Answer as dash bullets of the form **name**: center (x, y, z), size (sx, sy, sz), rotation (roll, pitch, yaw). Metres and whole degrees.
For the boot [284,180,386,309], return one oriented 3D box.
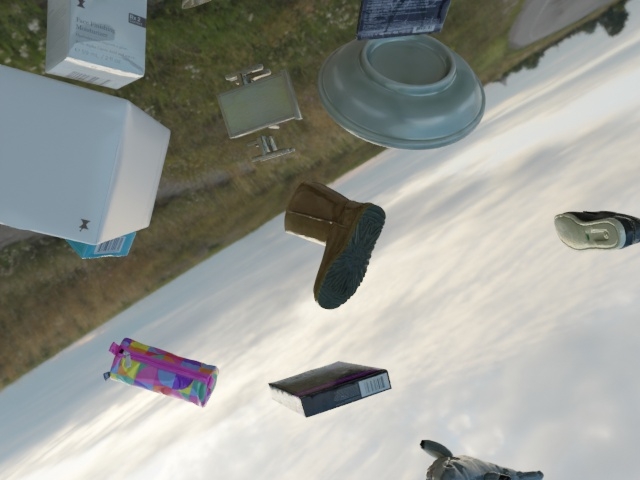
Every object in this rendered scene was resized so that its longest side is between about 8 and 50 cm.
- **boot**: center (0.000, 0.000, 1.053), size (0.270, 0.089, 0.236), rotation (24, -99, 54)

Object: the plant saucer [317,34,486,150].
- **plant saucer**: center (0.193, -0.380, 1.149), size (0.401, 0.400, 0.100), rotation (-35, 155, -25)

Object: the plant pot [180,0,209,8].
- **plant pot**: center (-0.049, -0.314, 0.527), size (0.236, 0.032, 0.236), rotation (-23, -156, 11)

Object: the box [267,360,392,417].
- **box**: center (0.006, 0.192, 0.659), size (0.116, 0.029, 0.162), rotation (-12, 176, -21)

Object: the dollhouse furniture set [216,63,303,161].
- **dollhouse furniture set**: center (-0.118, -0.311, 1.182), size (0.161, 0.212, 0.242), rotation (-15, -171, 11)

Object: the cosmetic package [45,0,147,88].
- **cosmetic package**: center (-0.458, -0.428, 1.020), size (0.151, 0.183, 0.152), rotation (1, -179, -43)

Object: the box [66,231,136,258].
- **box**: center (-0.486, -0.059, 1.003), size (0.101, 0.244, 0.060), rotation (-4, 128, -58)

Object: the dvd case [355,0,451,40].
- **dvd case**: center (0.151, -0.432, 0.821), size (0.165, 0.018, 0.221), rotation (-10, 153, -11)

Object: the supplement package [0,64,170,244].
- **supplement package**: center (-0.333, -0.110, 0.689), size (0.293, 0.178, 0.175), rotation (-142, -113, -80)

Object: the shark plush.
- **shark plush**: center (0.178, 0.266, 0.539), size (0.067, 0.161, 0.073), rotation (-42, -150, 54)

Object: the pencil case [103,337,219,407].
- **pencil case**: center (-0.346, 0.291, 1.101), size (0.104, 0.237, 0.104), rotation (-162, -90, -86)

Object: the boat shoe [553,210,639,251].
- **boat shoe**: center (0.566, -0.022, 1.026), size (0.079, 0.083, 0.233), rotation (-15, -173, -6)
